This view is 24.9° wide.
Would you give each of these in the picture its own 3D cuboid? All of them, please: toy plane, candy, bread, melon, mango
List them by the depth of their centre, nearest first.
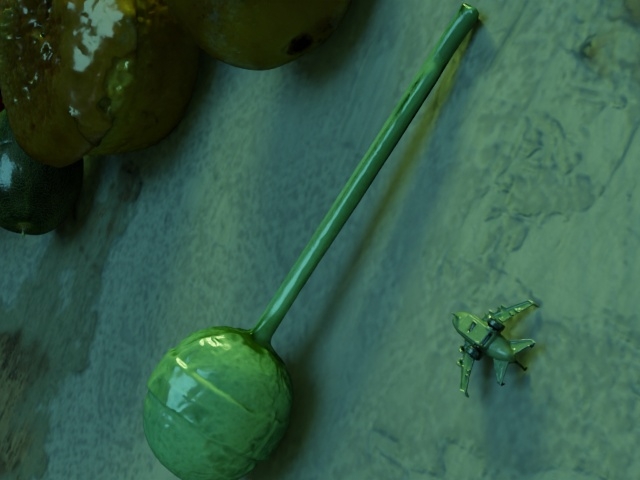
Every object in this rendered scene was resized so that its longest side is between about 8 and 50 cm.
[{"bbox_3d":[0.114,0.067,1.011,0.080,0.033,0.083,-54,36,1],"label":"toy plane"},{"bbox_3d":[0.000,0.000,1.158,0.440,0.119,0.119,-58,36,2],"label":"candy"},{"bbox_3d":[-0.054,-0.300,1.300,0.192,0.146,0.316,-4,66,6],"label":"mango"},{"bbox_3d":[-0.231,-0.208,1.474,0.268,0.145,0.268,0,90,51],"label":"bread"},{"bbox_3d":[-0.313,-0.077,1.569,0.114,0.114,0.167,-30,47,41],"label":"melon"}]

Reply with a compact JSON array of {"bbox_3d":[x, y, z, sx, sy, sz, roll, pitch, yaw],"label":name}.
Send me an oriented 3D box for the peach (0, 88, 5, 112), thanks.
[{"bbox_3d":[-0.493,-0.210,1.674,0.370,0.370,0.370,-28,52,42],"label":"peach"}]
